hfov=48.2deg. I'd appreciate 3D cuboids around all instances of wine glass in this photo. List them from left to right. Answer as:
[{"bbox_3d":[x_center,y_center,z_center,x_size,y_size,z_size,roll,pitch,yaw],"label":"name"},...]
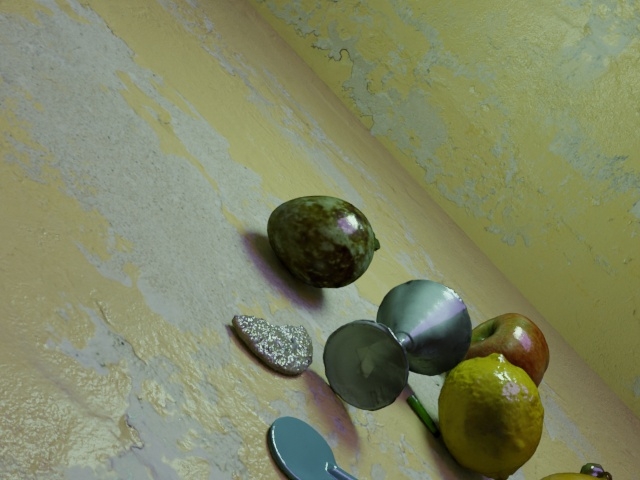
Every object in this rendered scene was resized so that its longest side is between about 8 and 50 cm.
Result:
[{"bbox_3d":[0.184,0.255,1.727,0.267,0.267,0.406,51,26,12],"label":"wine glass"}]

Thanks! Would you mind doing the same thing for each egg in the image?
[{"bbox_3d":[0.000,0.000,1.843,0.289,0.238,0.238,18,29,-17],"label":"egg"}]

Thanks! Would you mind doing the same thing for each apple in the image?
[{"bbox_3d":[0.544,0.368,2.113,0.250,0.277,0.309,53,-16,-1],"label":"apple"}]

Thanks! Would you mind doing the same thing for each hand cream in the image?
[{"bbox_3d":[0.265,0.448,1.823,0.122,0.023,0.036,54,18,11],"label":"hand cream"}]

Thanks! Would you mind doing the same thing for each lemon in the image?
[{"bbox_3d":[0.424,0.445,1.797,0.268,0.268,0.322,15,75,-55],"label":"lemon"}]

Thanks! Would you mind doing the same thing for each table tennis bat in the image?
[{"bbox_3d":[0.002,0.420,1.334,0.244,0.040,0.153,38,22,-11],"label":"table tennis bat"}]

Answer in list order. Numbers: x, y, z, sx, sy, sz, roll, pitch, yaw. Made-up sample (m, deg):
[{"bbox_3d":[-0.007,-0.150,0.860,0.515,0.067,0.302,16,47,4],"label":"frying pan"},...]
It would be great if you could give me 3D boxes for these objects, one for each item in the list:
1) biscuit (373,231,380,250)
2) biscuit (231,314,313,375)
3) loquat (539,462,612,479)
[{"bbox_3d":[0.104,-0.025,2.381,0.322,0.038,0.099,13,41,-57],"label":"biscuit"},{"bbox_3d":[-0.083,0.229,1.532,0.250,0.032,0.133,21,33,-51],"label":"biscuit"},{"bbox_3d":[0.596,0.661,1.612,0.328,0.328,0.360,40,47,-17],"label":"loquat"}]
